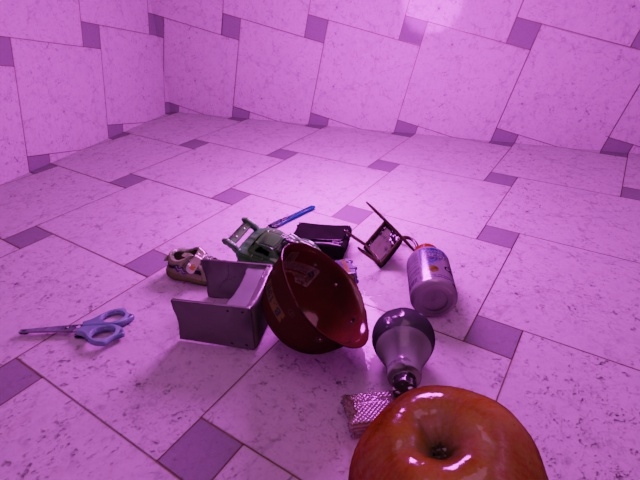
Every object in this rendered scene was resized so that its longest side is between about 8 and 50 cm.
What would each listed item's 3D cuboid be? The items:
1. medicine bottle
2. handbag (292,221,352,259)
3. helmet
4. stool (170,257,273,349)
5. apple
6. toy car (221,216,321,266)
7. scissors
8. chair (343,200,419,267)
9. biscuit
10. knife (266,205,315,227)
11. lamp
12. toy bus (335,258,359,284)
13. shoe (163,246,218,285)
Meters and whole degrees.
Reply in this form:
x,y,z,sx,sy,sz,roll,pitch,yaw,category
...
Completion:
x,y,z,sx,sy,sz,roll,pitch,yaw,category
0.387,0.124,1.614,0.156,0.157,0.289,2,31,5,medicine bottle
0.000,0.000,1.894,0.246,0.080,0.223,5,27,11,handbag
-0.045,0.216,1.393,0.337,0.230,0.385,14,41,-49,helmet
-0.303,0.201,1.495,0.269,0.171,0.244,5,31,10,stool
0.238,0.470,0.861,0.390,0.347,0.392,-6,32,3,apple
-0.174,0.047,1.695,0.358,0.177,0.213,14,50,35,toy car
-0.810,0.292,1.496,0.359,0.030,0.191,-5,27,-2,scissors
0.254,0.004,1.834,0.272,0.166,0.188,33,13,-32,chair
0.175,0.444,1.179,0.238,0.062,0.108,-3,29,-6,biscuit
-0.134,-0.116,2.160,0.044,0.026,0.296,13,32,43,knife
0.213,0.314,1.270,0.181,0.182,0.314,12,30,21,lamp
0.096,0.120,1.684,0.075,0.064,0.190,-10,14,-5,toy bus
-0.474,0.102,1.732,0.261,0.128,0.140,4,45,13,shoe
